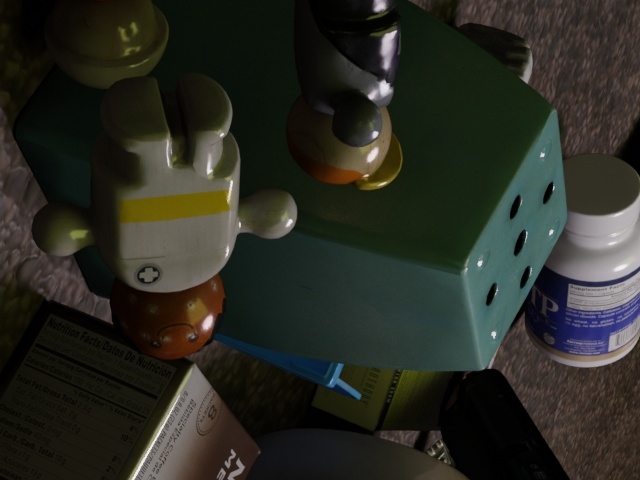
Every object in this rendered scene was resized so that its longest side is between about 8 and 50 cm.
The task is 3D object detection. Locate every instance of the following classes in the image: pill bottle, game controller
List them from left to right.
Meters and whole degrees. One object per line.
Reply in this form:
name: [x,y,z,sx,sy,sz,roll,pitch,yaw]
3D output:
game controller: [0.147,0.215,1.419,0.319,0.067,0.166,-114,-167,-71]
pill bottle: [0.244,0.016,1.777,0.112,0.112,0.187,-51,151,-37]

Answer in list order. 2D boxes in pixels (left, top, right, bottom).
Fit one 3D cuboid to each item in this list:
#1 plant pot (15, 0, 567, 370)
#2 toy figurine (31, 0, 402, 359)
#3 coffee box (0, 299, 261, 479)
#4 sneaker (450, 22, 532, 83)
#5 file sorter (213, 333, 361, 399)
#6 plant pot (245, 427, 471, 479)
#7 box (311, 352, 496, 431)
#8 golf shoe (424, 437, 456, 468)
plant pot: [0.001,-0.038,1.016,0.166,0.234,0.165,-59,156,-25]
toy figurine: [-0.081,-0.063,0.843,0.213,0.209,0.148,-49,156,-39]
coffee box: [-0.145,0.178,1.049,0.246,0.098,0.141,-61,157,-18]
sneaker: [0.078,-0.029,1.368,0.281,0.105,0.115,-51,152,-38]
file sorter: [0.000,0.000,1.203,0.170,0.118,0.104,-66,160,-8]
plant pot: [-0.003,0.288,1.261,0.323,0.323,0.280,77,23,-54]
box: [0.072,0.103,1.533,0.232,0.058,0.087,11,99,-67]
golf shoe: [0.095,0.248,1.731,0.086,0.069,0.176,-59,169,-79]
